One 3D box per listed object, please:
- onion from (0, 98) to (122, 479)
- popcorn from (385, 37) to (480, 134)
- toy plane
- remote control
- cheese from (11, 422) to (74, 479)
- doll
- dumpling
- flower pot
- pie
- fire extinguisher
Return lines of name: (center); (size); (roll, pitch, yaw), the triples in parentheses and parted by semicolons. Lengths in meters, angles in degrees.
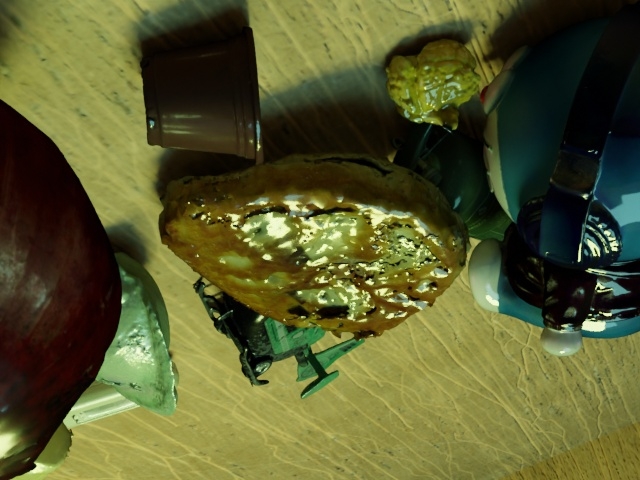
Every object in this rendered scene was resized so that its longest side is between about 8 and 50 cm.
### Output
onion: (-0.313, 0.024, 1.061); (0.341, 0.341, 0.341); (-18, 159, -7)
popcorn: (0.101, -0.128, 1.359); (0.084, 0.084, 0.084); (-18, 159, -7)
toy plane: (-0.032, 0.091, 1.747); (0.155, 0.106, 0.381); (-31, 154, -7)
remote control: (-0.272, 0.189, 1.826); (0.221, 0.042, 0.078); (-18, 160, -4)
cheese: (-0.373, 0.240, 1.750); (0.167, 0.123, 0.094); (-33, -161, 32)
doll: (0.261, -0.063, 1.421); (0.284, 0.240, 0.310); (-53, 149, -42)
dumpling: (-0.202, 0.102, 1.540); (0.105, 0.149, 0.216); (1, 158, -22)
flower pot: (-0.093, -0.109, 1.208); (0.089, 0.111, 0.111); (-5, 157, -4)
pie: (0.000, 0.001, 1.456); (0.308, 0.085, 0.308); (2, 148, 1)
fire extinguisher: (0.152, -0.058, 1.559); (0.114, 0.095, 0.311); (-50, 151, 17)
